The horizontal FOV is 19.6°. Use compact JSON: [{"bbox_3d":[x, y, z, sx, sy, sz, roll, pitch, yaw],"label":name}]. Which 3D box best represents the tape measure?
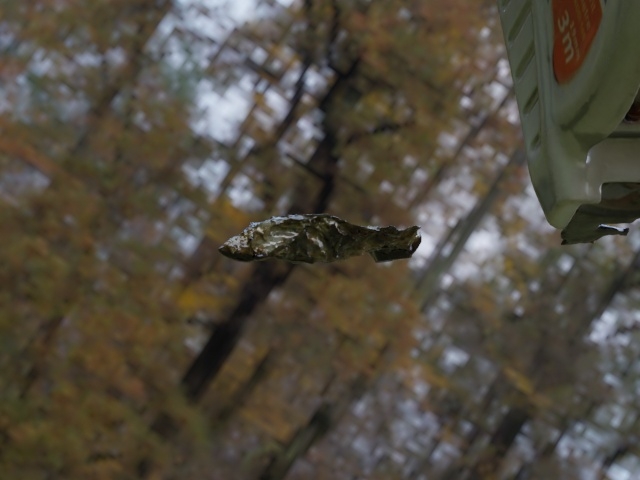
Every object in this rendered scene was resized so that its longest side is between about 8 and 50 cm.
[{"bbox_3d":[0.186,-0.167,1.057,0.130,0.258,0.265,1,-29,-14],"label":"tape measure"}]

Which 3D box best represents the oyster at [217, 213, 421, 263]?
[{"bbox_3d":[0.000,0.001,1.159,0.132,0.029,0.086,-2,-5,-5],"label":"oyster"}]
